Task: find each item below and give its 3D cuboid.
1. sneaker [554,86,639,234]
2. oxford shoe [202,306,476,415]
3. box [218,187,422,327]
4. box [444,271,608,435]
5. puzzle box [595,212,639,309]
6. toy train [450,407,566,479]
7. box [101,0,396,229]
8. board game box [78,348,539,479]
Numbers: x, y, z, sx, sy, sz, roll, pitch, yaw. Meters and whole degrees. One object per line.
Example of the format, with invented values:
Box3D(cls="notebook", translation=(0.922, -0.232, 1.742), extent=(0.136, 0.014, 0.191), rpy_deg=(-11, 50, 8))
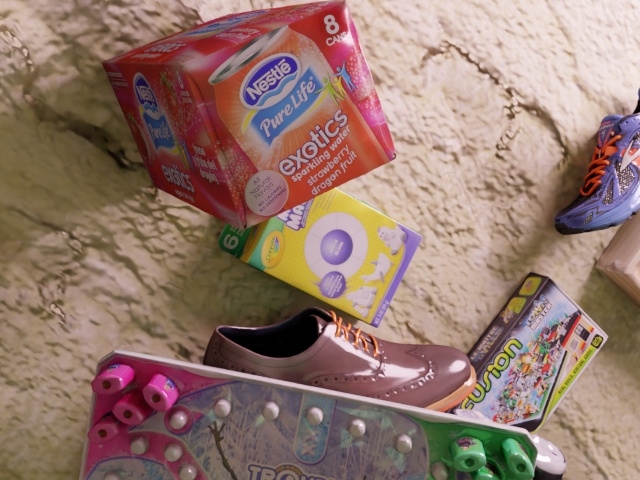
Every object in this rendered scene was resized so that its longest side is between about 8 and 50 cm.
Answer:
Box3D(cls="sneaker", translation=(0.320, -0.089, 1.003), extent=(0.221, 0.083, 0.087), rpy_deg=(-45, 99, -16))
Box3D(cls="oxford shoe", translation=(0.025, 0.116, 0.874), extent=(0.272, 0.097, 0.098), rpy_deg=(-3, 115, -19))
Box3D(cls="box", translation=(0.000, 0.000, 0.892), extent=(0.179, 0.043, 0.105), rpy_deg=(27, 87, -23))
Box3D(cls="box", translation=(0.208, 0.149, 1.006), extent=(0.114, 0.036, 0.207), rpy_deg=(42, 81, -23))
Box3D(cls="puzzle box", translation=(0.538, 0.041, 1.122), extent=(0.409, 0.052, 0.272), rpy_deg=(38, 82, -23))
Box3D(cls="toy train", translation=(0.121, 0.325, 0.934), extent=(0.190, 0.142, 0.333), rpy_deg=(18, 100, -30))
Box3D(cls="box", translation=(-0.067, -0.105, 0.728), extent=(0.128, 0.257, 0.122), rpy_deg=(-25, 109, -18))
Box3D(cls="board game box", translation=(-0.038, 0.321, 0.821), extent=(0.390, 0.050, 0.389), rpy_deg=(11, 99, 2))
